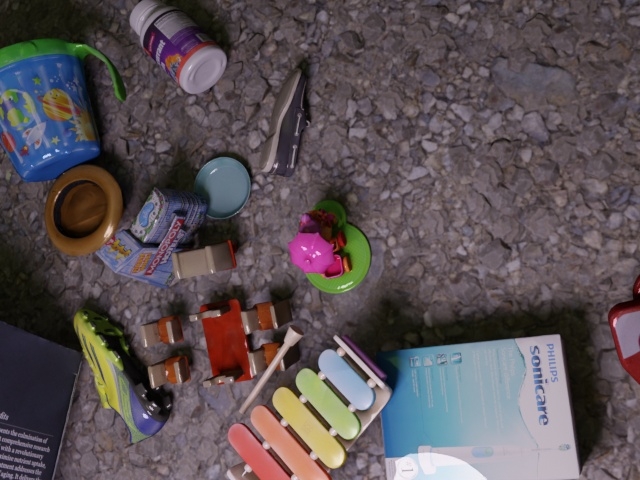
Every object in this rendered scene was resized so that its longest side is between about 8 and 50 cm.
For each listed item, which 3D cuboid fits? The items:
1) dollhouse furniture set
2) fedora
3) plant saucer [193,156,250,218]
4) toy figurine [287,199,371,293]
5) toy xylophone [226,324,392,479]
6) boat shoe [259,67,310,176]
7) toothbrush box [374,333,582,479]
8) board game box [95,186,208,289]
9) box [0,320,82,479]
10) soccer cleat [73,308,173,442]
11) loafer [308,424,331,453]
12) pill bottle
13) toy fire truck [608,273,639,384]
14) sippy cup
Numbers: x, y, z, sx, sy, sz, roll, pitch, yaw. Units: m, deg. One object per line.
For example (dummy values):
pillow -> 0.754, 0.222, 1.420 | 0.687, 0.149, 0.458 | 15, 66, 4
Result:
dollhouse furniture set -> -0.182, 0.133, 1.487 | 0.262, 0.135, 0.259 | -10, 91, 18
fedora -> -0.453, -0.057, 1.610 | 0.194, 0.079, 0.194 | -3, 83, 25
plant saucer -> -0.184, -0.098, 1.552 | 0.119, 0.021, 0.119 | -2, 83, 20
toy figurine -> 0.000, 0.000, 1.403 | 0.130, 0.159, 0.173 | -14, 78, 17
toy xylophone -> -0.033, 0.283, 1.309 | 0.236, 0.081, 0.323 | 35, 100, 28
boat shoe -> -0.056, -0.216, 1.514 | 0.065, 0.075, 0.206 | 19, 82, -22
toothbrush box -> 0.251, 0.270, 1.298 | 0.295, 0.126, 0.216 | -10, 79, 18
board game box -> -0.303, 0.001, 1.476 | 0.060, 0.194, 0.194 | 39, 105, 19
box -> -0.746, 0.388, 1.468 | 0.479, 0.297, 0.472 | -2, 66, 25
soccer cleat -> -0.398, 0.254, 1.545 | 0.121, 0.093, 0.289 | -46, 71, 15
loafer -> -0.016, 0.334, 1.394 | 0.092, 0.102, 0.268 | 35, 91, 31
pill bottle -> -0.280, -0.382, 1.576 | 0.108, 0.108, 0.193 | -48, 71, 8
toy fire truck -> 0.594, 0.154, 1.189 | 0.302, 0.169, 0.254 | -16, 97, 17
sippy cup -> -0.546, -0.243, 1.602 | 0.305, 0.240, 0.224 | -27, 85, 39
